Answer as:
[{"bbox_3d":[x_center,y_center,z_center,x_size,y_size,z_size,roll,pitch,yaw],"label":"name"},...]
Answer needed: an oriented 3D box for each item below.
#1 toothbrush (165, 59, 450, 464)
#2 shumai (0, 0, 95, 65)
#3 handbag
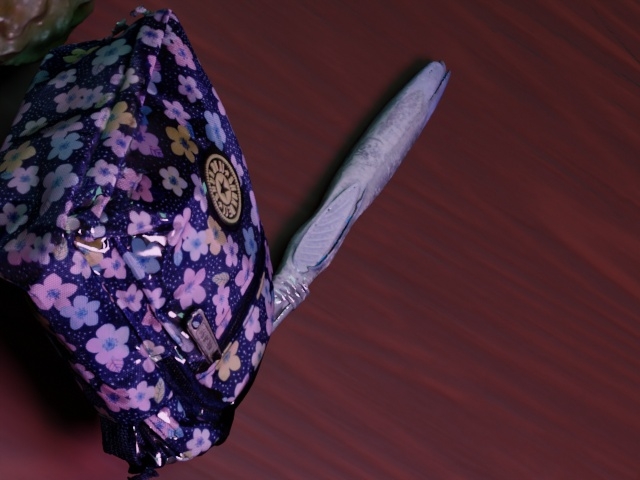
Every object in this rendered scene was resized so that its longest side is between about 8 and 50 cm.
[{"bbox_3d":[0.000,0.000,1.207,0.035,0.042,0.413,43,49,-10],"label":"toothbrush"},{"bbox_3d":[-0.150,-0.246,1.065,0.218,0.256,0.189,-27,40,-5],"label":"shumai"},{"bbox_3d":[-0.100,0.005,1.035,0.228,0.127,0.208,-80,149,-47],"label":"handbag"}]
